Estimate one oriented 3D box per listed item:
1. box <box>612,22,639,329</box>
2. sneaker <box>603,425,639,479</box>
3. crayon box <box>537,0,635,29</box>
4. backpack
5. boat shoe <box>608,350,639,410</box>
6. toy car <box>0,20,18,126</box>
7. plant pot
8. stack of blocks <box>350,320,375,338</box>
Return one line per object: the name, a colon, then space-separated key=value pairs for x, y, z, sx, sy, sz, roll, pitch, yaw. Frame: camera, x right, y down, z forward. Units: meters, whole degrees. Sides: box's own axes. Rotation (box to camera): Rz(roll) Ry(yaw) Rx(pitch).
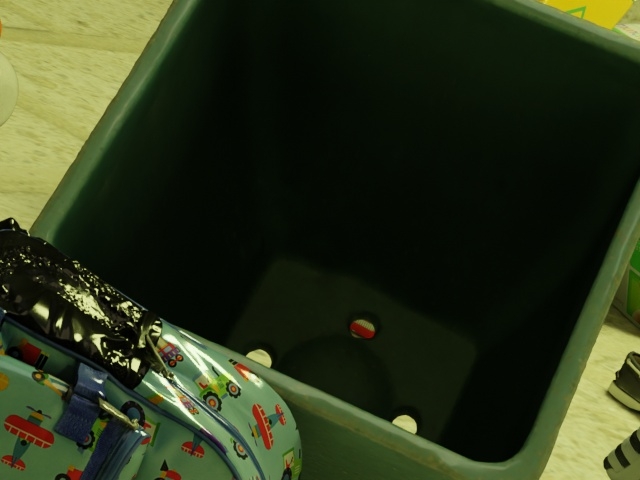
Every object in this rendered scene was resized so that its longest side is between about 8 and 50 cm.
box: x=0.323 y=-0.063 z=1.822 sx=0.126 sy=0.231 sz=0.262 roll=-7 pitch=23 yaw=-14
sneaker: x=0.274 y=0.167 z=1.298 sx=0.223 sy=0.083 sz=0.098 roll=-1 pitch=49 yaw=-52
crayon box: x=0.152 y=-0.184 z=1.840 sx=0.203 sy=0.323 sz=0.083 roll=2 pitch=-47 yaw=50
backpack: x=-0.100 y=0.103 z=0.787 sx=0.173 sy=0.158 sz=0.117 roll=31 pitch=20 yaw=-10
boat shoe: x=0.276 y=0.127 z=1.481 sx=0.046 sy=0.038 sz=0.125 roll=9 pitch=18 yaw=-42
toy car: x=-0.319 y=-0.164 z=1.493 sx=0.159 sy=0.136 sz=0.182 roll=28 pitch=15 yaw=24
plant pot: x=0.016 y=0.027 z=0.981 sx=0.247 sy=0.248 sz=0.252 roll=23 pitch=-28 yaw=9
stack of blocks: x=0.000 y=0.000 z=1.448 sx=0.171 sy=0.087 sz=0.297 roll=29 pitch=15 yaw=27
